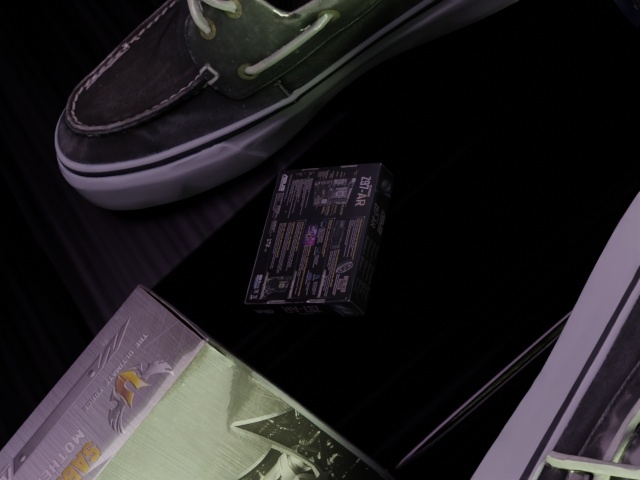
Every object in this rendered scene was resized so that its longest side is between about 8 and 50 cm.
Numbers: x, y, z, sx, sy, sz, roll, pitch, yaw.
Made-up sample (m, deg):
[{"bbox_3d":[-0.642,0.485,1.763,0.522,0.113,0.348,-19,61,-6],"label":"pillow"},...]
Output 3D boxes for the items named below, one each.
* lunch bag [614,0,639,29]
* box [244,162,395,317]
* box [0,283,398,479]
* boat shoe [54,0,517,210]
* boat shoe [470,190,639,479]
[{"bbox_3d":[0.237,-0.250,0.674,0.213,0.256,0.305,25,76,25],"label":"lunch bag"},{"bbox_3d":[0.000,0.000,0.828,0.067,0.018,0.083,-3,61,32],"label":"box"},{"bbox_3d":[-0.086,0.156,0.677,0.231,0.183,0.056,-50,48,-4],"label":"box"},{"bbox_3d":[-0.028,-0.139,0.865,0.335,0.119,0.121,-31,50,15],"label":"boat shoe"},{"bbox_3d":[0.138,0.106,0.609,0.105,0.113,0.306,4,54,51],"label":"boat shoe"}]
